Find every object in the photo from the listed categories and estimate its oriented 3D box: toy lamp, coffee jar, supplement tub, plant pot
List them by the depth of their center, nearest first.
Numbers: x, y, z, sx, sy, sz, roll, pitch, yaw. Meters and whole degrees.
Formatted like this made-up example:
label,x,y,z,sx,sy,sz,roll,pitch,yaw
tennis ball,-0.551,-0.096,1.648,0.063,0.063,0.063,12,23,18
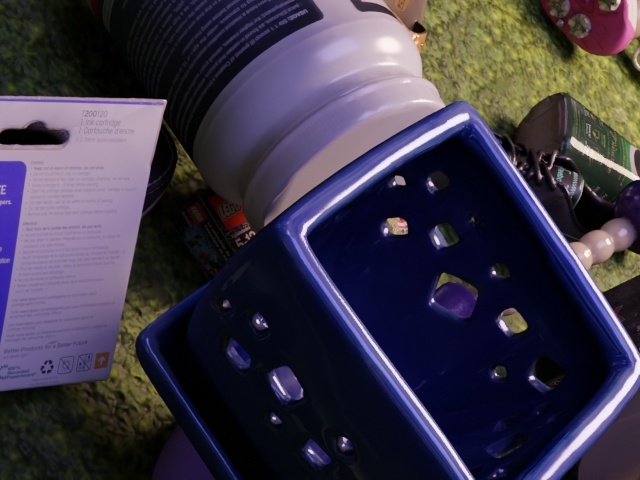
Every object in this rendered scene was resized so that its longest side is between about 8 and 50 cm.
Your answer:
label,x,y,z,sx,sy,sz,roll,pitch,yaw
plant pot,0.036,0.080,1.116,0.236,0.212,0.236,56,41,-2
supplement tub,-0.043,-0.148,1.288,0.191,0.191,0.272,-8,56,-46
toy lamp,0.186,0.037,1.457,0.274,0.080,0.080,-27,85,-20
coffee jar,0.281,-0.062,1.672,0.184,0.079,0.096,31,44,-26

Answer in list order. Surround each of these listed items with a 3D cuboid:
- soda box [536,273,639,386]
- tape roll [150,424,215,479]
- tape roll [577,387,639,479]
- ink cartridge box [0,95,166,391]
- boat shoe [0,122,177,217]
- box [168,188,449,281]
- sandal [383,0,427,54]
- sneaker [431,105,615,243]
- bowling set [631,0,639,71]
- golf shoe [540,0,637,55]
label,x,y,z,sx,sy,sz,roll,pitch,yaw
soda box,0.268,0.077,1.507,0.053,0.169,0.060,11,59,-42
tape roll,0.009,0.222,1.231,0.274,0.090,0.275,24,51,-32
tape roll,0.337,0.201,1.460,0.219,0.219,0.072,44,43,-15
ink cartridge box,-0.208,0.000,1.099,0.206,0.045,0.208,-2,113,-44
boat shoe,-0.198,-0.046,1.192,0.285,0.092,0.103,-13,75,-47
box,0.000,0.000,1.391,0.233,0.044,0.159,-32,90,-49
sandal,0.074,-0.197,1.577,0.072,0.049,0.180,32,53,-25
sneaker,0.174,-0.062,1.544,0.267,0.106,0.101,35,49,-27
bowling set,0.421,-0.306,1.923,0.154,0.200,0.287,42,86,-10
golf shoe,0.284,-0.341,1.826,0.140,0.115,0.306,-4,70,-48
